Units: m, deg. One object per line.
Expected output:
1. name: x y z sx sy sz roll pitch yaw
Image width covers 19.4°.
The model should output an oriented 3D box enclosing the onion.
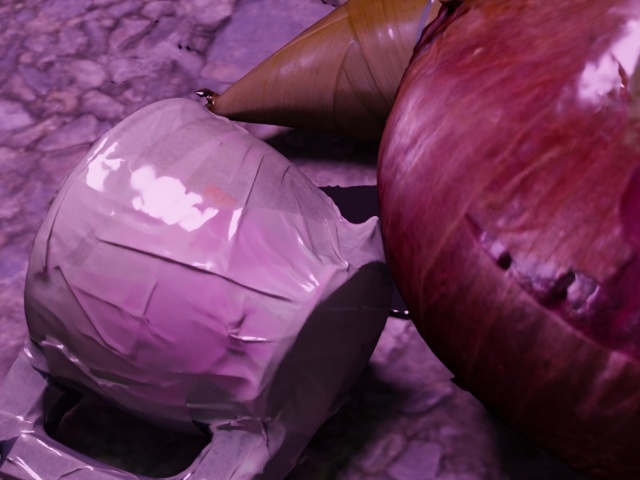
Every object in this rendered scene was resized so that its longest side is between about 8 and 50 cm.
1. onion: 0.211 -0.063 0.899 0.347 0.385 0.348 8 51 -10

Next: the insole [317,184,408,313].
1. insole: 0.000 0.000 1.134 0.322 0.007 0.109 4 45 14

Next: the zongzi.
1. zongzi: 0.066 -0.148 1.209 0.256 0.115 0.228 -2 43 21

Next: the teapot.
1. teapot: -0.068 0.044 0.996 0.178 0.163 0.221 29 56 24
